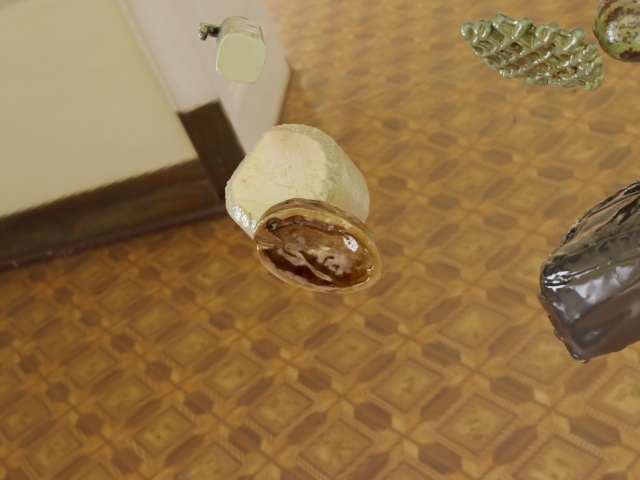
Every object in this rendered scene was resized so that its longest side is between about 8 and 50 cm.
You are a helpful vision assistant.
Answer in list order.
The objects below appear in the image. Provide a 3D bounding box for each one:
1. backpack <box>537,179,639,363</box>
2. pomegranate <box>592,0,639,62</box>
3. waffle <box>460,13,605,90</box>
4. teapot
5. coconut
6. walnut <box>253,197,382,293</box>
[{"bbox_3d":[0.566,0.024,1.693,0.363,0.255,0.445,-27,9,36],"label":"backpack"},{"bbox_3d":[0.489,-0.355,1.559,0.125,0.163,0.138,-3,43,14],"label":"pomegranate"},{"bbox_3d":[0.444,-0.385,2.070,0.291,0.309,0.056,13,83,28],"label":"waffle"},{"bbox_3d":[-0.145,-0.313,1.595,0.107,0.077,0.200,11,20,-10],"label":"teapot"},{"bbox_3d":[-0.035,-0.073,1.780,0.239,0.244,0.239,-6,70,16],"label":"coconut"},{"bbox_3d":[0.002,-0.001,1.570,0.211,0.167,0.087,19,41,-1],"label":"walnut"}]
